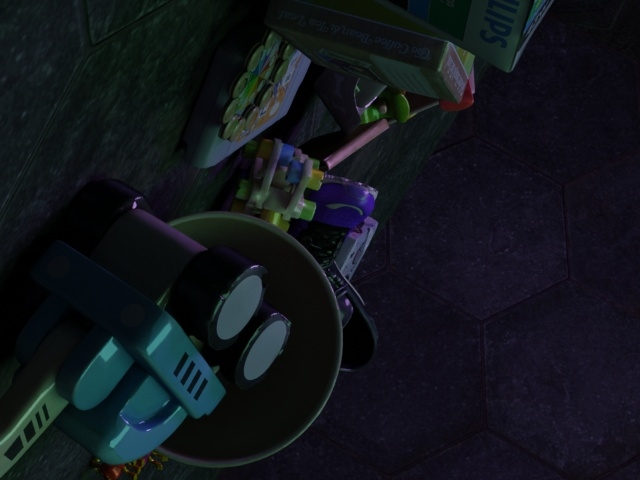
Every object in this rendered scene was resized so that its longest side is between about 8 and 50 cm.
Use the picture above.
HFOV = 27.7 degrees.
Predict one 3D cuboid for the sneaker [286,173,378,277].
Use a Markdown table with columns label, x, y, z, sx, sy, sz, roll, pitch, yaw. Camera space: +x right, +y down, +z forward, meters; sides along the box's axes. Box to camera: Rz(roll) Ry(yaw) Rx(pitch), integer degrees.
| label | x | y | z | sx | sy | sz | roll | pitch | yaw |
| --- | --- | --- | --- | --- | --- | --- | --- | --- | --- |
| sneaker | 0.001 | 0.000 | 2.042 | 0.293 | 0.102 | 0.146 | 144 | -40 | -63 |

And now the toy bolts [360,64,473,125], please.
| label | x | y | z | sx | sy | sz | roll | pitch | yaw |
| --- | --- | --- | --- | --- | --- | --- | --- | --- | --- |
| toy bolts | 0.166 | -0.336 | 2.395 | 0.158 | 0.228 | 0.218 | -93 | 176 | -51 |

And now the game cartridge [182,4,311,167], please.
| label | x | y | z | sx | sy | sz | roll | pitch | yaw |
| --- | --- | --- | --- | --- | --- | --- | --- | --- | --- |
| game cartridge | -0.079 | -0.227 | 1.751 | 0.198 | 0.062 | 0.297 | -60 | 172 | 31 |

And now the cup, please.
| label | x | y | z | sx | sy | sz | roll | pitch | yaw |
| --- | --- | --- | --- | --- | --- | --- | --- | --- | --- |
| cup | -0.161 | 0.136 | 1.782 | 0.331 | 0.331 | 0.237 | -57 | -169 | -13 |

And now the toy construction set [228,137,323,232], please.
| label | x | y | z | sx | sy | sz | roll | pitch | yaw |
| --- | --- | --- | --- | --- | --- | --- | --- | --- | --- |
| toy construction set | -0.104 | -0.019 | 1.973 | 0.328 | 0.151 | 0.215 | -54 | -162 | 19 |

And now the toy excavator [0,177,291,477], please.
| label | x | y | z | sx | sy | sz | roll | pitch | yaw |
| --- | --- | --- | --- | --- | --- | --- | --- | --- | --- |
| toy excavator | -0.271 | 0.153 | 1.389 | 0.445 | 0.222 | 0.433 | -54 | 157 | -15 |

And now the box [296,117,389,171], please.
| label | x | y | z | sx | sy | sz | roll | pitch | yaw |
| --- | --- | --- | --- | --- | --- | --- | --- | --- | --- |
| box | -0.002 | -0.144 | 2.144 | 0.164 | 0.021 | 0.201 | -12 | -163 | 38 |

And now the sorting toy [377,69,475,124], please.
| label | x | y | z | sx | sy | sz | roll | pitch | yaw |
| --- | --- | --- | --- | --- | --- | --- | --- | --- | --- |
| sorting toy | 0.200 | -0.297 | 2.525 | 0.193 | 0.208 | 0.038 | -83 | 151 | -55 |

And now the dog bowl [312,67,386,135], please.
| label | x | y | z | sx | sy | sz | roll | pitch | yaw |
| --- | --- | --- | --- | --- | --- | --- | --- | --- | --- |
| dog bowl | 0.123 | -0.330 | 2.099 | 0.349 | 0.102 | 0.349 | -47 | -175 | 6 |

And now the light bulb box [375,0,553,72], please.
| label | x | y | z | sx | sy | sz | roll | pitch | yaw |
| --- | --- | --- | --- | --- | --- | --- | --- | --- | --- |
| light bulb box | 0.127 | -0.421 | 1.243 | 0.358 | 0.361 | 0.225 | -57 | 171 | -13 |

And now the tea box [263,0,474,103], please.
| label | x | y | z | sx | sy | sz | roll | pitch | yaw |
| --- | --- | --- | --- | --- | --- | --- | --- | --- | --- |
| tea box | 0.104 | -0.361 | 1.586 | 0.329 | 0.220 | 0.324 | -2 | 109 | -80 |

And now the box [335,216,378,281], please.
| label | x | y | z | sx | sy | sz | roll | pitch | yaw |
| --- | --- | --- | --- | --- | --- | --- | --- | --- | --- |
| box | -0.019 | 0.043 | 2.600 | 0.247 | 0.163 | 0.142 | -63 | 169 | 24 |

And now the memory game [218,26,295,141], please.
| label | x | y | z | sx | sy | sz | roll | pitch | yaw |
| --- | --- | --- | --- | --- | --- | --- | --- | --- | --- |
| memory game | -0.076 | -0.204 | 1.634 | 0.186 | 0.012 | 0.186 | -57 | 171 | -15 |

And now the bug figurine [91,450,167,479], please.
| label | x | y | z | sx | sy | sz | roll | pitch | yaw |
| --- | --- | --- | --- | --- | --- | --- | --- | --- | --- |
| bug figurine | -0.333 | 0.390 | 2.298 | 0.279 | 0.072 | 0.216 | 101 | 14 | -52 |

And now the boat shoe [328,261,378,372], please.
| label | x | y | z | sx | sy | sz | roll | pitch | yaw |
| --- | --- | --- | --- | --- | --- | --- | --- | --- | --- |
| boat shoe | -0.027 | 0.111 | 2.341 | 0.186 | 0.156 | 0.500 | -36 | 147 | 6 |

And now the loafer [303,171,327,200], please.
| label | x | y | z | sx | sy | sz | roll | pitch | yaw |
| --- | --- | --- | --- | --- | --- | --- | --- | --- | --- |
| loafer | -0.072 | -0.041 | 2.353 | 0.302 | 0.095 | 0.109 | 114 | -30 | -47 |
